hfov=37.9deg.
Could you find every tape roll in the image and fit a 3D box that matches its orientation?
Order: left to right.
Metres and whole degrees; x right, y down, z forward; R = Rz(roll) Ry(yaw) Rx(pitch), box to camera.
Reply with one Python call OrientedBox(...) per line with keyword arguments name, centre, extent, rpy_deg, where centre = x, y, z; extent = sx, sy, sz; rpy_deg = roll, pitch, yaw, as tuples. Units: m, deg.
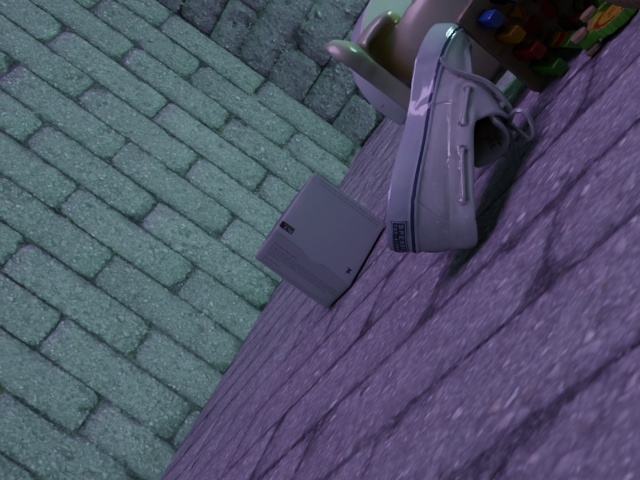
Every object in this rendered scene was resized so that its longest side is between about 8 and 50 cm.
OrientedBox(name="tape roll", centre=(0.201, -0.362, 1.778), extent=(0.286, 0.286, 0.100), rpy_deg=(-56, 5, -14))

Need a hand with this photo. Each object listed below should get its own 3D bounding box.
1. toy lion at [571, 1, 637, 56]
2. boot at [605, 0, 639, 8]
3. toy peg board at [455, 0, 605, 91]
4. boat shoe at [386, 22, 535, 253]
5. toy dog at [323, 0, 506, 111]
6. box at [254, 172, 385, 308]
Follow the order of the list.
OrientedBox(name="toy lion", centre=(0.357, -0.277, 1.141), extent=(0.096, 0.034, 0.100), rpy_deg=(-41, 12, 43))
OrientedBox(name="boot", centre=(0.400, -0.357, 0.971), extent=(0.207, 0.090, 0.248), rpy_deg=(-53, 10, -13))
OrientedBox(name="toy peg board", centre=(0.298, -0.310, 1.252), extent=(0.161, 0.160, 0.079), rpy_deg=(-55, 20, -2))
OrientedBox(name="boat shoe", centre=(0.186, -0.135, 1.155), extent=(0.136, 0.156, 0.367), rpy_deg=(79, -159, -47))
OrientedBox(name="toy dog", centre=(0.269, -0.362, 1.481), extent=(0.408, 0.284, 0.395), rpy_deg=(-53, -16, 12))
OrientedBox(name="box", centre=(0.000, 0.000, 1.831), extent=(0.182, 0.181, 0.119), rpy_deg=(-57, 6, -37))
